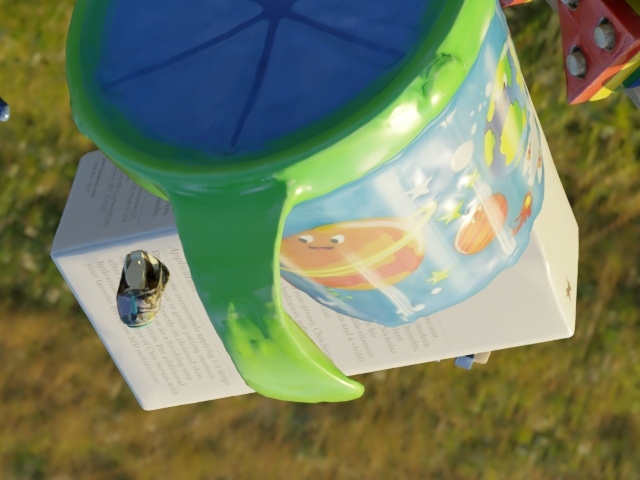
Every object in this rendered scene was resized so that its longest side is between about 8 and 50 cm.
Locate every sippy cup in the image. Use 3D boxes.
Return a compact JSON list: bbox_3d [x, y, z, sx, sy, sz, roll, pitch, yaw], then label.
[{"bbox_3d":[0.015,-0.073,1.049,0.240,0.305,0.224,36,171,38],"label":"sippy cup"}]

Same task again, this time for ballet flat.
[{"bbox_3d":[-0.141,0.029,1.506,0.041,0.114,0.041,-1,112,-1],"label":"ballet flat"}]

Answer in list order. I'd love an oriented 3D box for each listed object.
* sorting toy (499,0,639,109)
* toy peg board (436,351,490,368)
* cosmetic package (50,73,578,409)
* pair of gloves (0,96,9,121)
[{"bbox_3d":[0.186,-0.214,1.257,0.255,0.089,0.257,95,152,-43],"label":"sorting toy"},{"bbox_3d":[0.118,0.074,2.055,0.161,0.079,0.160,18,132,1],"label":"toy peg board"},{"bbox_3d":[0.000,0.000,1.844,0.453,0.161,0.230,-11,129,18],"label":"cosmetic package"},{"bbox_3d":[-0.303,-0.109,1.245,0.198,0.159,0.023,9,117,-21],"label":"pair of gloves"}]
